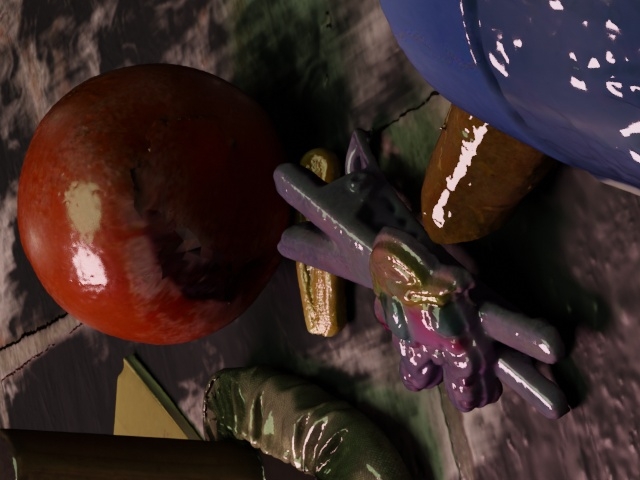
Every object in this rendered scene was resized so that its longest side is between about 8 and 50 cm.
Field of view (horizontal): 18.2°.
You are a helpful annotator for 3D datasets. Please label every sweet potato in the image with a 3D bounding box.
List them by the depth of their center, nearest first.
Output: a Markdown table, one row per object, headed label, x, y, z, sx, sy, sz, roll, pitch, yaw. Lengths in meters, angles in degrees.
| label | x | y | z | sx | sy | sz | roll | pitch | yaw |
| --- | --- | --- | --- | --- | --- | --- | --- | --- | --- |
| sweet potato | 0.126 | -0.092 | 1.153 | 0.077 | 0.077 | 0.244 | 63 | 140 | 31 |

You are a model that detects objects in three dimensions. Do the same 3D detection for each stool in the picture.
| label | x | y | z | sx | sy | sz | roll | pitch | yaw |
| --- | --- | --- | --- | --- | --- | --- | --- | --- | --- |
| stool | -0.082 | 0.271 | 1.468 | 0.310 | 0.226 | 0.310 | 14 | 112 | 60 |

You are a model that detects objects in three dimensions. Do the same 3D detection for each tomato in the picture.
| label | x | y | z | sx | sy | sz | roll | pitch | yaw |
| --- | --- | --- | --- | --- | --- | --- | --- | --- | --- |
| tomato | -0.117 | -0.026 | 1.465 | 0.184 | 0.208 | 0.208 | -160 | 65 | -62 |

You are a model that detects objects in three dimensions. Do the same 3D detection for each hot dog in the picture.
| label | x | y | z | sx | sy | sz | roll | pitch | yaw |
| --- | --- | --- | --- | --- | --- | --- | --- | --- | --- |
| hot dog | 0.000 | 0.000 | 1.444 | 0.044 | 0.028 | 0.137 | 3 | 104 | 35 |

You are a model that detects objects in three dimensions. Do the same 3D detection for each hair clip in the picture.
| label | x | y | z | sx | sy | sz | roll | pitch | yaw |
| --- | --- | --- | --- | --- | --- | --- | --- | --- | --- |
| hair clip | 0.056 | 0.029 | 1.288 | 0.278 | 0.090 | 0.137 | 49 | 152 | 46 |

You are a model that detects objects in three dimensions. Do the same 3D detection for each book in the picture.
| label | x | y | z | sx | sy | sz | roll | pitch | yaw |
| --- | --- | --- | --- | --- | --- | --- | --- | --- | --- |
| book | -0.141 | 0.218 | 1.778 | 0.192 | 0.013 | 0.168 | 46 | 136 | 47 |

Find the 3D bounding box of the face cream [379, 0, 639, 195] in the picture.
| label | x | y | z | sx | sy | sz | roll | pitch | yaw |
| --- | --- | --- | --- | --- | --- | --- | --- | --- | --- |
| face cream | 0.179 | -0.135 | 0.854 | 0.225 | 0.249 | 0.249 | 29 | 123 | 52 |
